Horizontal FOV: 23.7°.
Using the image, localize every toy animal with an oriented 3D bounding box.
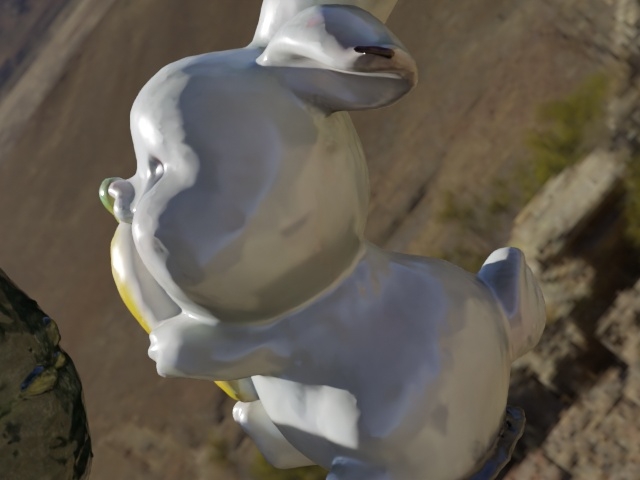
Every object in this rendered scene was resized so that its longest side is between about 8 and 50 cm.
[{"bbox_3d":[-0.006,0.003,0.866,0.247,0.310,0.183,-21,13,19],"label":"toy animal"}]

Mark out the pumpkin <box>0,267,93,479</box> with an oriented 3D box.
[{"bbox_3d":[-0.202,0.086,0.671,0.211,0.212,0.152,-47,10,16],"label":"pumpkin"}]
